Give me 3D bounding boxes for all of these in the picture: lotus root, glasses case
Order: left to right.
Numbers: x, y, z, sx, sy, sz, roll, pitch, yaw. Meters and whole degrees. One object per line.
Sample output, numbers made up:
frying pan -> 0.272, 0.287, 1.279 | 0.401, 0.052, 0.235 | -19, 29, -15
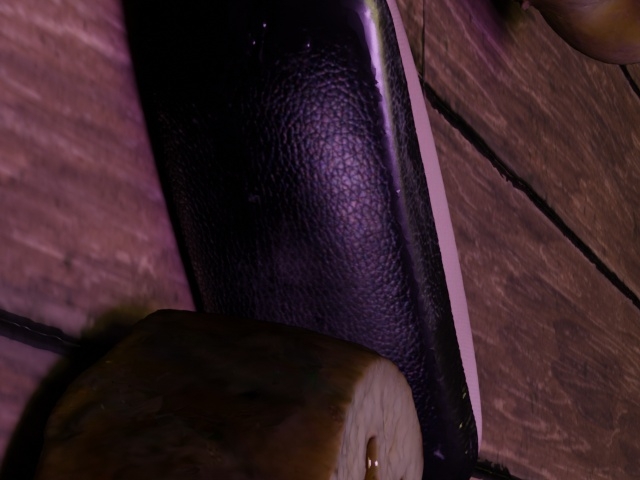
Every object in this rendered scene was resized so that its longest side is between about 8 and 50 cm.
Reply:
lotus root -> -0.038, 0.114, 0.727 | 0.235, 0.119, 0.138 | -60, 149, -55
glasses case -> 0.000, 0.000, 0.843 | 0.075, 0.122, 0.314 | -58, 141, -50

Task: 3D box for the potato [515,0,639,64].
potato -> 0.201, -0.266, 1.338 | 0.351, 0.202, 0.218 | 36, 42, -57
